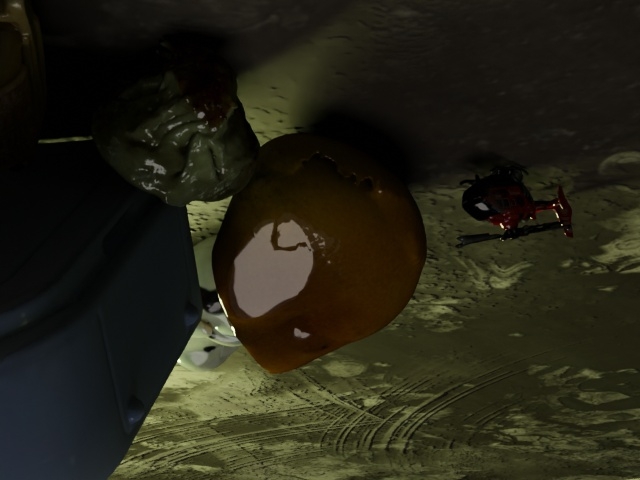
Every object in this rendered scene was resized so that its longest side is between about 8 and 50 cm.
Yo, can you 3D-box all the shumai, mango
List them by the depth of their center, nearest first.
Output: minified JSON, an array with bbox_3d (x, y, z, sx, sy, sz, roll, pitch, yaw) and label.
[{"bbox_3d":[-0.085,-0.087,0.841,0.123,0.099,0.087,-11,150,-46],"label":"shumai"},{"bbox_3d":[0.000,0.000,0.998,0.166,0.136,0.236,-18,151,8],"label":"mango"}]

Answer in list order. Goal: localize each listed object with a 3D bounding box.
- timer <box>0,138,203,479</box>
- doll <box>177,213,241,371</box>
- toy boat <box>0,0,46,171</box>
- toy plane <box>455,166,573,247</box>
[{"bbox_3d":[-0.287,0.067,0.869,0.395,0.173,0.395,-8,-157,3],"label":"timer"},{"bbox_3d":[-0.103,0.057,1.176,0.110,0.107,0.180,31,149,-19],"label":"doll"},{"bbox_3d":[-0.213,-0.096,0.805,0.068,0.088,0.226,3,158,-9],"label":"toy boat"},{"bbox_3d":[0.161,-0.027,1.022,0.145,0.060,0.037,-2,165,-42],"label":"toy plane"}]
